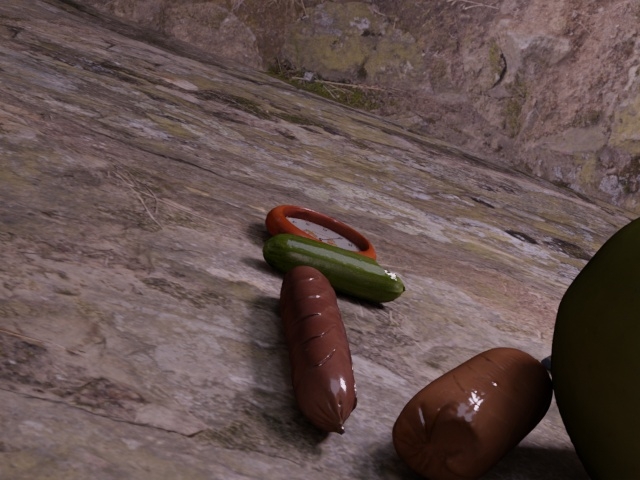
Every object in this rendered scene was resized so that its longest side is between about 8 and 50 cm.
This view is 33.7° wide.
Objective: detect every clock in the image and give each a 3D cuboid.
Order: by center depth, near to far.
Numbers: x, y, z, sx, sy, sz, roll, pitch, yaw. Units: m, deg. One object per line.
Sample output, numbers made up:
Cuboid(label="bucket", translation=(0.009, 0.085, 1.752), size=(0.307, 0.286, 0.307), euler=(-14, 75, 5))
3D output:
Cuboid(label="clock", translation=(0.000, 0.000, 1.825), size=(0.205, 0.051, 0.205), euler=(21, 16, -7))

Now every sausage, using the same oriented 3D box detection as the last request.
Cuboid(label="sausage", translation=(0.190, 0.208, 1.282), size=(0.121, 0.121, 0.304), euler=(29, 19, 22))
Cuboid(label="sausage", translation=(-0.007, 0.125, 1.363), size=(0.088, 0.087, 0.433), euler=(18, 17, -13))

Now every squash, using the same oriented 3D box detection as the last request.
Cuboid(label="squash", translation=(0.023, 0.044, 1.683), size=(0.239, 0.069, 0.069), euler=(19, 16, -8))

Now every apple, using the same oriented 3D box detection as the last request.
Cuboid(label="apple", translation=(0.495, 0.163, 1.259), size=(0.474, 0.473, 0.473), euler=(20, 16, -6))

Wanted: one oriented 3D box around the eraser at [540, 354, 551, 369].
Cuboid(label="eraser", translation=(0.461, 0.236, 1.686), size=(0.082, 0.036, 0.225), euler=(0, 27, -47))
